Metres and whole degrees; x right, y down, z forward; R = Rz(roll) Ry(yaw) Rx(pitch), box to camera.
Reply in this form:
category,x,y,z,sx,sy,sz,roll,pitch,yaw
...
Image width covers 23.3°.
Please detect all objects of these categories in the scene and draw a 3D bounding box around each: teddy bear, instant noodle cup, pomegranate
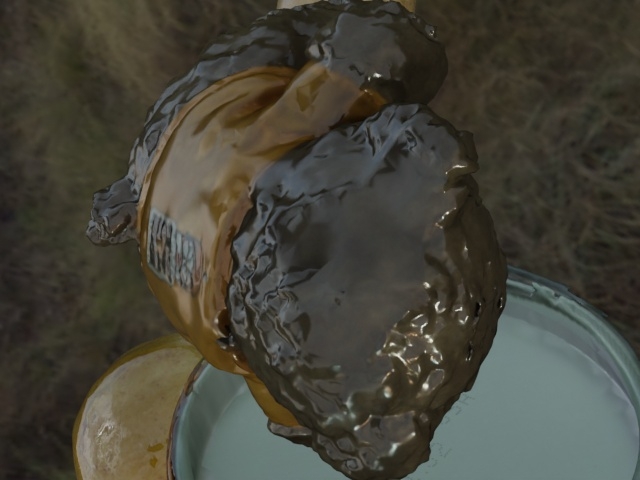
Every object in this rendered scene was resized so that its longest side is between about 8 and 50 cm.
category,x,y,z,sx,sy,sz,roll,pitch,yaw
teddy bear,0.000,0.000,0.565,0.190,0.140,0.177,-148,62,-60
instant noodle cup,0.049,0.160,0.772,0.297,0.214,0.296,-5,42,4
pomegranate,-0.127,0.202,1.471,0.233,0.233,0.233,-11,71,35

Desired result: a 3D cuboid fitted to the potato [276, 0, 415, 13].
category,x,y,z,sx,sy,sz,roll,pitch,yaw
potato,0.020,-0.188,1.280,0.112,0.112,0.147,53,131,34
